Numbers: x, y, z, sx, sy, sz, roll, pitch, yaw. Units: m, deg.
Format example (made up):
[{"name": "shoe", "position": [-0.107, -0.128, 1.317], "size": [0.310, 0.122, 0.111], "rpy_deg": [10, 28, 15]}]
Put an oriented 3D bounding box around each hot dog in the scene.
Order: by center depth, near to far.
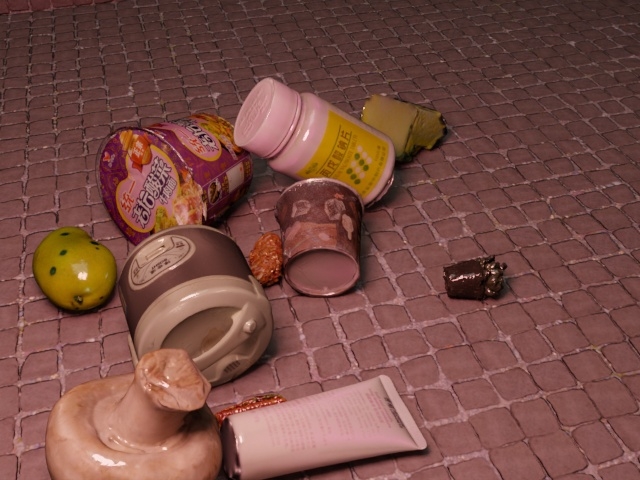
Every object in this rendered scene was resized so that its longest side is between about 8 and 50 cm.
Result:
[{"name": "hot dog", "position": [-0.132, 0.330, 1.381], "size": [0.144, 0.038, 0.062], "rpy_deg": [-11, 41, -12]}]

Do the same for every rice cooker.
[{"name": "rice cooker", "position": [-0.253, 0.137, 1.436], "size": [0.289, 0.288, 0.277], "rpy_deg": [-14, 42, -16]}]

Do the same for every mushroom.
[{"name": "mushroom", "position": [-0.300, 0.307, 1.203], "size": [0.298, 0.290, 0.297], "rpy_deg": [16, 26, -8]}]

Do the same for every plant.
[{"name": "plant", "position": [0.352, 0.084, 1.631], "size": [0.143, 0.094, 0.092], "rpy_deg": [-6, 29, 1]}]

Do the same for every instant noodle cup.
[{"name": "instant noodle cup", "position": [0.000, 0.000, 1.655], "size": [0.218, 0.217, 0.207], "rpy_deg": [-2, 46, -1]}, {"name": "instant noodle cup", "position": [-0.338, -0.155, 1.781], "size": [0.340, 0.339, 0.266], "rpy_deg": [22, 34, 24]}]

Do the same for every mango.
[{"name": "mango", "position": [-0.565, 0.054, 1.646], "size": [0.175, 0.142, 0.293], "rpy_deg": [-18, 33, -22]}]

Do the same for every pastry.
[{"name": "pastry", "position": [-0.122, 0.051, 1.700], "size": [0.087, 0.063, 0.169], "rpy_deg": [-21, 36, 24]}]

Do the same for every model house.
[{"name": "model house", "position": [0.243, -0.325, 2.117], "size": [0.194, 0.170, 0.211], "rpy_deg": [25, 17, 36]}]

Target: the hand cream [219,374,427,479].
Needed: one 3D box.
[{"name": "hand cream", "position": [-0.002, 0.347, 1.321], "size": [0.359, 0.118, 0.185], "rpy_deg": [-7, 36, -19]}]

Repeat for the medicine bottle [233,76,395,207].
[{"name": "medicine bottle", "position": [-0.010, -0.241, 1.808], "size": [0.379, 0.213, 0.213], "rpy_deg": [23, 30, -29]}]
